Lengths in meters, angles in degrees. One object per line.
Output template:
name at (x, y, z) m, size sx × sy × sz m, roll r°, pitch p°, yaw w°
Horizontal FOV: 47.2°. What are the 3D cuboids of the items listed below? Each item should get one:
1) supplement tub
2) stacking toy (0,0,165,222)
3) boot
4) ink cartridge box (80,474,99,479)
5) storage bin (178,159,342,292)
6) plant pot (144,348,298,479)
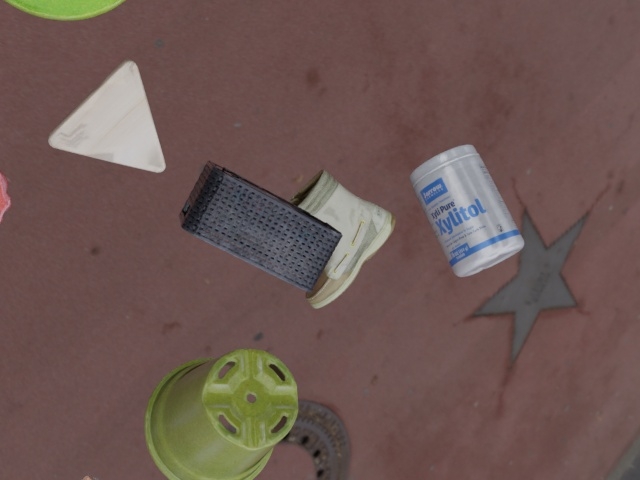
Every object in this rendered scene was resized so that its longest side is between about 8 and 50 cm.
supplement tub at (0.135, -0.027, 0.680) m, size 0.071 × 0.071 × 0.107 m, roll -17°, pitch 75°, yaw -32°
stacking toy at (-0.262, -0.166, 0.533) m, size 0.280 × 0.130 × 0.308 m, roll -8°, pitch 111°, yaw -18°
boot at (0.000, 0.000, 1.218) m, size 0.165 × 0.077 × 0.213 m, roll 32°, pitch 109°, yaw -20°
ink cartridge box at (-0.344, 0.468, 1.096) m, size 0.145 × 0.179 × 0.045 m, roll -45°, pitch 159°, yaw -12°
storage bin at (-0.076, -0.020, 0.914) m, size 0.180 × 0.122 × 0.084 m, roll 27°, pitch 94°, yaw -16°
plant pot at (-0.170, 0.323, 1.387) m, size 0.276 × 0.254 × 0.276 m, roll 11°, pitch 61°, yaw -21°
